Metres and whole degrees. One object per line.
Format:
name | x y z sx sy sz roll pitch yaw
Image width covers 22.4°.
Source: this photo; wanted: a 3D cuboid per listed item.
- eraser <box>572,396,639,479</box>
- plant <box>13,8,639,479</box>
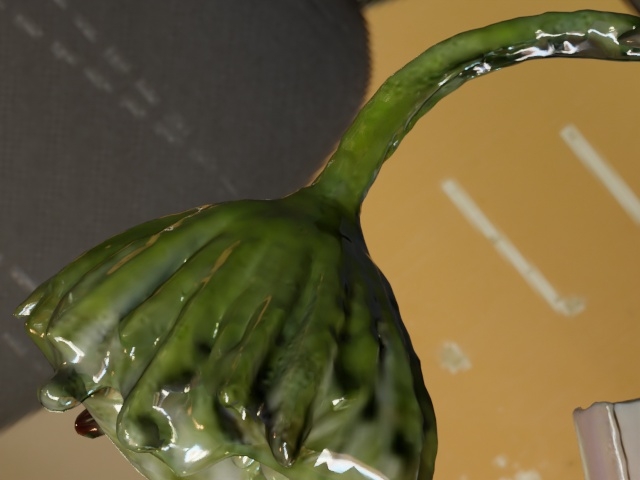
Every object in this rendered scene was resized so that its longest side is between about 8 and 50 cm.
eraser | 0.226 0.220 0.839 0.171 0.087 0.290 -4 -101 -29
plant | 0.006 0.013 0.841 0.251 0.333 0.180 24 150 19
